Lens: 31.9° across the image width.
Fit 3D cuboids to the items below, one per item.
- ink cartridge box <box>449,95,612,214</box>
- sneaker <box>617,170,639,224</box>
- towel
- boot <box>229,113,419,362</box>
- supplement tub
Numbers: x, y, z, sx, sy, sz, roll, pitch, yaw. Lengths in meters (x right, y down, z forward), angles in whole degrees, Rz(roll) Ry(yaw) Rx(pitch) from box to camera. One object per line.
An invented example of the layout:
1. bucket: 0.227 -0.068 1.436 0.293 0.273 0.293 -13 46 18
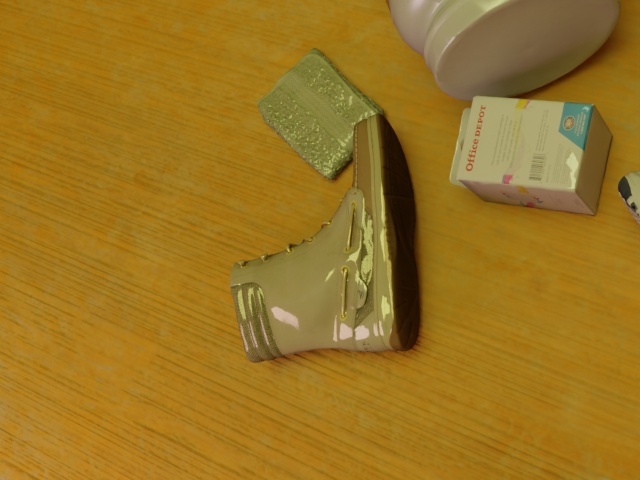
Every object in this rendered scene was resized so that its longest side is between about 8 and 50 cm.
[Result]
1. ink cartridge box: 0.211 -0.088 1.145 0.143 0.090 0.092 9 80 29
2. sneaker: 0.405 -0.026 1.030 0.235 0.094 0.153 42 95 29
3. towel: -0.002 -0.148 1.303 0.110 0.027 0.148 -47 61 8
4. boot: 0.000 0.000 1.226 0.204 0.095 0.261 -9 76 25
5. supplement tub: 0.159 -0.327 1.159 0.228 0.228 0.316 -26 66 18
